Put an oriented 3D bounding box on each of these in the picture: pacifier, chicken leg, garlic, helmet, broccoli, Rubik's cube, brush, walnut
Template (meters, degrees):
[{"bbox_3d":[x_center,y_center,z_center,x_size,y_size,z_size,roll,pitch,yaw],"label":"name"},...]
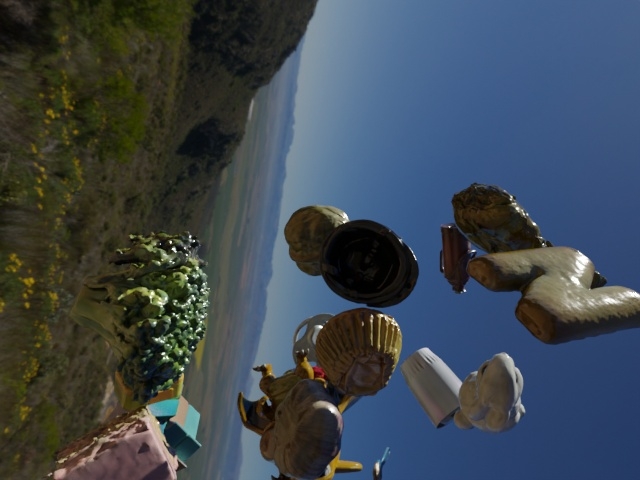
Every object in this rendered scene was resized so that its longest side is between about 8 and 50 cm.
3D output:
[{"bbox_3d":[-0.021,0.425,1.745,0.279,0.227,0.207,-57,161,-17],"label":"pacifier"},{"bbox_3d":[0.505,0.008,1.010,0.153,0.429,0.201,-50,161,3],"label":"chicken leg"},{"bbox_3d":[-0.021,0.332,0.714,0.147,0.102,0.159,-36,-142,34],"label":"garlic"},{"bbox_3d":[0.138,0.074,1.171,0.230,0.279,0.160,-62,167,-7],"label":"helmet"},{"bbox_3d":[-0.335,0.143,0.834,0.324,0.272,0.334,-27,-137,37],"label":"broccoli"},{"bbox_3d":[-0.709,0.796,1.717,0.358,0.368,0.387,59,40,-27],"label":"Rubik's cube"},{"bbox_3d":[0.181,0.650,1.197,0.164,0.014,0.051,1,83,-67],"label":"brush"},{"bbox_3d":[0.001,0.001,1.641,0.282,0.277,0.253,48,38,-51],"label":"walnut"}]

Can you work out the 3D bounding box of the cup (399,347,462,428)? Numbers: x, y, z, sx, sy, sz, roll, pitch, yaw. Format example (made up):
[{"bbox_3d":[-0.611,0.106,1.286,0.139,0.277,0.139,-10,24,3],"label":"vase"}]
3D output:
[{"bbox_3d":[0.609,0.780,2.167,0.371,0.253,0.253,51,-39,37],"label":"cup"}]

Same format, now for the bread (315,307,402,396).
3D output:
[{"bbox_3d":[0.099,0.283,1.057,0.139,0.240,0.240,-95,-165,-58],"label":"bread"}]

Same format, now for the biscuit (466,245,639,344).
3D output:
[{"bbox_3d":[0.462,0.091,0.795,0.237,0.290,0.062,-120,-149,-52],"label":"biscuit"}]

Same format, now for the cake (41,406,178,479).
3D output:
[{"bbox_3d":[-0.637,0.729,1.309,0.307,0.314,0.293,-17,-79,61],"label":"cake"}]

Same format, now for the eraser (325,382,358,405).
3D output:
[{"bbox_3d":[0.093,0.714,1.905,0.150,0.331,0.331,49,-34,24],"label":"eraser"}]

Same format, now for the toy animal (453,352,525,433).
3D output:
[{"bbox_3d":[0.518,0.477,1.243,0.258,0.194,0.357,-48,147,-8],"label":"toy animal"}]

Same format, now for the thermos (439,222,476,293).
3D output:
[{"bbox_3d":[0.445,0.062,1.345,0.124,0.099,0.232,10,-70,52],"label":"thermos"}]

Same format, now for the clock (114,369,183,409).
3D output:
[{"bbox_3d":[-0.595,0.492,1.423,0.143,0.202,0.096,27,-70,44],"label":"clock"}]

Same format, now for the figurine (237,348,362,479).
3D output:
[{"bbox_3d":[-0.045,0.558,1.294,0.268,0.401,0.387,106,-31,-59],"label":"figurine"}]
